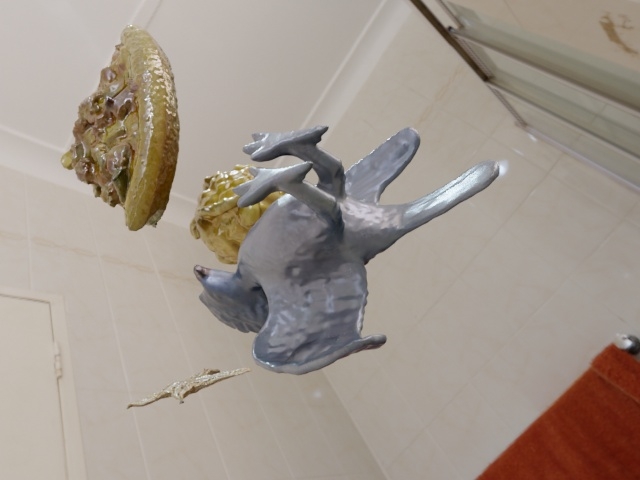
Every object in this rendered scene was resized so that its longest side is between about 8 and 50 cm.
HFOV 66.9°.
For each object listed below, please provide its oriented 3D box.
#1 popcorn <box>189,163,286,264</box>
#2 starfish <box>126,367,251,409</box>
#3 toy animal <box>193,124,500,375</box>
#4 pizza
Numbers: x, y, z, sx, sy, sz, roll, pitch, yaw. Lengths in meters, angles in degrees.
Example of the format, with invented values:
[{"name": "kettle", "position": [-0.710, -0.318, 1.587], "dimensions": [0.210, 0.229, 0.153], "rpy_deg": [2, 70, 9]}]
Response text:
[{"name": "popcorn", "position": [-0.129, -0.042, 0.763], "dimensions": [0.140, 0.194, 0.163], "rpy_deg": [32, -99, -43]}, {"name": "starfish", "position": [-0.314, 0.353, 1.203], "dimensions": [0.295, 0.048, 0.231], "rpy_deg": [-19, -5, -7]}, {"name": "toy animal", "position": [0.000, 0.000, 0.361], "dimensions": [0.255, 0.239, 0.176], "rpy_deg": [-4, -46, 20]}, {"name": "pizza", "position": [-0.273, -0.178, 0.716], "dimensions": [0.087, 0.258, 0.268], "rpy_deg": [18, -80, -54]}]
